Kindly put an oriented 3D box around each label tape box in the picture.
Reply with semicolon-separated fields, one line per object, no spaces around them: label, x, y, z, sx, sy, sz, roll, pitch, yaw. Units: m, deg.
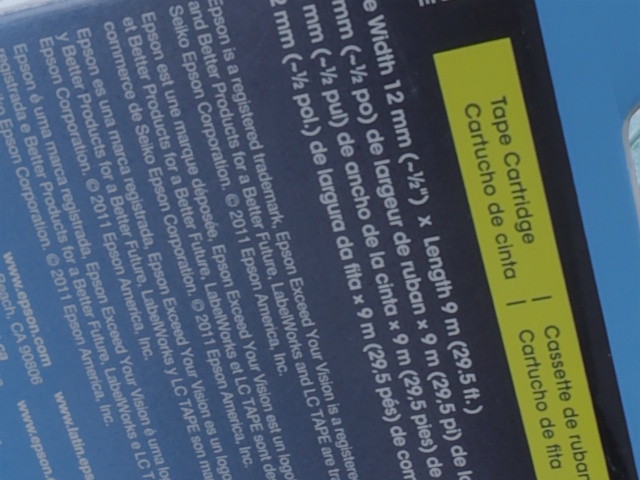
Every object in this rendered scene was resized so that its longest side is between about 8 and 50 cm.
label tape box;0.000;0.000;0.548;0.347;0.249;0.115;-12;19;12

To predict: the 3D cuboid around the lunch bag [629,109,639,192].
lunch bag;0.129;-0.036;0.840;0.279;0.108;0.224;40;-24;24
